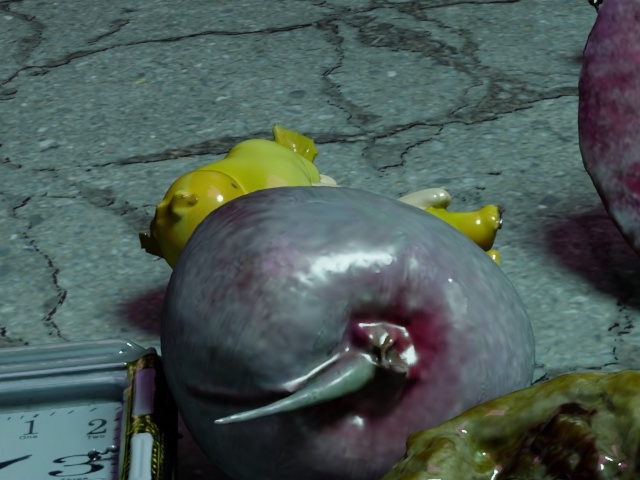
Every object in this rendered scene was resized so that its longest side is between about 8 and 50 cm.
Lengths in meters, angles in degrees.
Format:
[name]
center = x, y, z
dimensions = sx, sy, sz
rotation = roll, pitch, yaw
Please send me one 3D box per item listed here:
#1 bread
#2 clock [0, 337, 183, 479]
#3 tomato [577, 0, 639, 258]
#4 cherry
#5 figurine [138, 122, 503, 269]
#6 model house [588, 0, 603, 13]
[bread]
center = 0.110, 0.151, 0.918
dimensions = 0.230, 0.123, 0.230
rotation = -22, 22, 10
[clock]
center = -0.202, 0.140, 1.095
dimensions = 0.253, 0.083, 0.186
rotation = -5, 25, -1
[tomato]
center = 0.333, -0.112, 1.259
dimensions = 0.290, 0.335, 0.176
rotation = 28, 25, 35
[cherry]
center = 0.012, 0.059, 1.103
dimensions = 0.213, 0.183, 0.266
rotation = 24, 14, -14
[figurine]
center = 0.000, 0.000, 1.325
dimensions = 0.246, 0.131, 0.156
rotation = 8, 65, -9
[model house]
center = 0.349, -0.190, 1.663
dimensions = 0.203, 0.141, 0.164
rotation = -5, 6, -32
